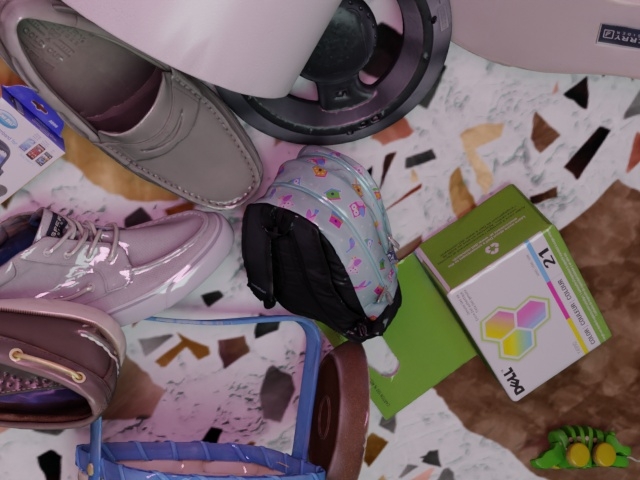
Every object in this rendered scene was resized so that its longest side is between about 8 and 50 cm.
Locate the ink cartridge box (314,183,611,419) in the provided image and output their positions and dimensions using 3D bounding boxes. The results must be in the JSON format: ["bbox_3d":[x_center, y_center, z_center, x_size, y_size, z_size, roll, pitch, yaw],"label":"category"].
[{"bbox_3d":[0.154,0.092,1.518,0.255,0.097,0.189,-35,127,-1],"label":"ink cartridge box"}]

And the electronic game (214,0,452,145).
[{"bbox_3d":[0.007,-0.187,1.302,0.229,0.048,0.229,-4,125,-6],"label":"electronic game"}]

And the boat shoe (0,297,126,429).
[{"bbox_3d":[-0.339,0.109,1.262,0.324,0.096,0.116,4,125,0],"label":"boat shoe"}]

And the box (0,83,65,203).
[{"bbox_3d":[-0.290,-0.076,1.255,0.136,0.028,0.081,-35,127,15],"label":"box"}]

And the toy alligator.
[{"bbox_3d":[0.333,0.248,1.721,0.190,0.056,0.051,3,78,-25],"label":"toy alligator"}]

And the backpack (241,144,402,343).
[{"bbox_3d":[0.000,0.000,1.366,0.115,0.152,0.182,-58,148,-30],"label":"backpack"}]

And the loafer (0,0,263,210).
[{"bbox_3d":[-0.165,-0.116,1.245,0.112,0.111,0.319,-47,126,10],"label":"loafer"}]

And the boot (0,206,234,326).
[{"bbox_3d":[-0.215,0.016,1.311,0.258,0.095,0.123,-28,127,1],"label":"boot"}]

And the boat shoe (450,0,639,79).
[{"bbox_3d":[0.259,-0.243,1.356,0.341,0.158,0.127,15,135,0],"label":"boat shoe"}]

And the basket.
[{"bbox_3d":[-0.115,0.216,1.426,0.255,0.201,0.288,1,88,-32],"label":"basket"}]

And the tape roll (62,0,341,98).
[{"bbox_3d":[-0.089,-0.245,1.117,0.246,0.246,0.169,20,111,-31],"label":"tape roll"}]

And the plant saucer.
[{"bbox_3d":[0.015,0.182,1.467,0.029,0.168,0.168,7,117,-14],"label":"plant saucer"}]
